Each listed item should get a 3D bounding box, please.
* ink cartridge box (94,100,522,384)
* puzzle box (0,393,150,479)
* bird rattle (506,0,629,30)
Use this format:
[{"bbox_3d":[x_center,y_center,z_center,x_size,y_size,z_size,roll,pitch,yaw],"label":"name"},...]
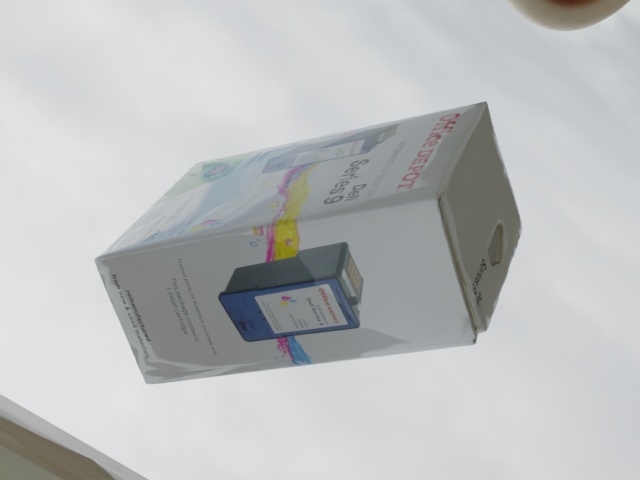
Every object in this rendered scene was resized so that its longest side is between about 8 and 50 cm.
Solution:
[{"bbox_3d":[0.000,0.000,0.621,0.154,0.212,0.093,-55,-48,-57],"label":"ink cartridge box"},{"bbox_3d":[-0.226,0.181,0.479,0.409,0.272,0.052,38,-174,-24],"label":"puzzle box"},{"bbox_3d":[0.226,-0.289,0.962,0.207,0.253,0.143,58,174,-29],"label":"bird rattle"}]
